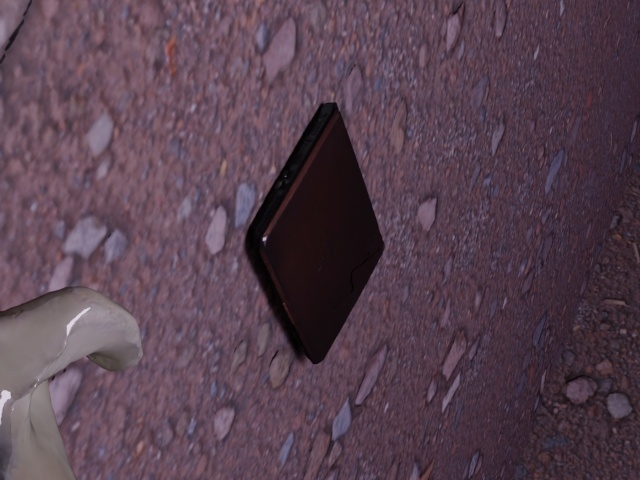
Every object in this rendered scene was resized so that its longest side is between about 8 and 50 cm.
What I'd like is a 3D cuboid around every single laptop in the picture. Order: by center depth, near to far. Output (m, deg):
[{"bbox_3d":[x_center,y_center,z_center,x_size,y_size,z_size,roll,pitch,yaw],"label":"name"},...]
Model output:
[{"bbox_3d":[0.000,0.000,0.925,0.154,0.026,0.207,-60,152,-24],"label":"laptop"}]

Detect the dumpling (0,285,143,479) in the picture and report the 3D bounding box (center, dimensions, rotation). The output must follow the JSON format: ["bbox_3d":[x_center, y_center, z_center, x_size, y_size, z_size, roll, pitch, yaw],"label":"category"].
[{"bbox_3d":[-0.201,0.147,0.461,0.318,0.187,0.243,-63,-165,-6],"label":"dumpling"}]
